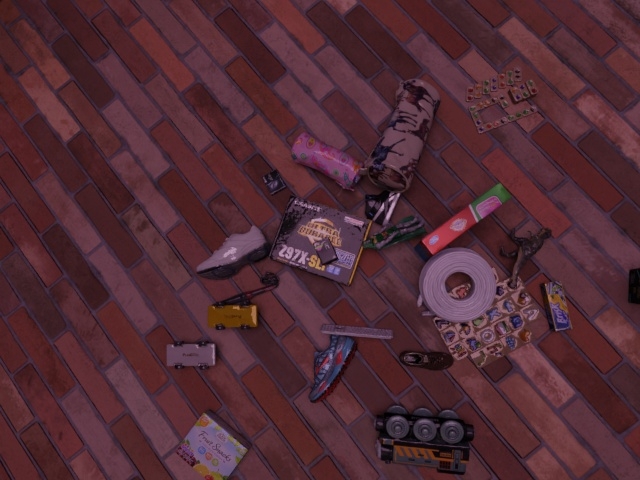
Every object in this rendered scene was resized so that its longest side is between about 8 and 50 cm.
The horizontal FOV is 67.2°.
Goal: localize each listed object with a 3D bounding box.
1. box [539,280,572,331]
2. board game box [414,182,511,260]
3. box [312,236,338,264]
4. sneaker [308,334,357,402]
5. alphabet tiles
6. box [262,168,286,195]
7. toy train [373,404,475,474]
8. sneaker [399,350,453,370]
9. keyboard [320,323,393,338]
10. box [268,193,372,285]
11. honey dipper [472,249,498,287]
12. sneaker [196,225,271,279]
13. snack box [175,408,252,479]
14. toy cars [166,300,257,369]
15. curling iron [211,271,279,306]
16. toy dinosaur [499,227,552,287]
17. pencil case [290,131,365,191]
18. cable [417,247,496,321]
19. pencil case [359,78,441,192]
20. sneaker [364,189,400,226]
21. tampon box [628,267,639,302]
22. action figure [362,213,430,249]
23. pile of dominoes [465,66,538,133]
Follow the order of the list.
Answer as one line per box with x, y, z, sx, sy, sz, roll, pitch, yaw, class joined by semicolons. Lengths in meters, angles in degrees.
0.815;0.227;1.669;0.059;0.054;0.168;-10;80;4;box
0.477;-0.056;1.655;0.317;0.242;0.064;-37;81;0;board game box
0.018;0.038;1.707;0.062;0.052;0.083;-24;81;4;box
0.022;0.448;1.713;0.125;0.104;0.261;29;79;24;sneaker
0.584;0.272;1.696;0.343;0.011;0.285;-29;82;5;alphabet tiles
-0.179;-0.226;1.862;0.067;0.018;0.083;-27;80;1;box
0.344;0.671;1.617;0.334;0.142;0.190;3;91;7;toy train
0.371;0.421;1.678;0.189;0.071;0.066;0;81;7;sneaker
0.130;0.322;1.721;0.256;0.072;0.014;4;107;7;keyboard
0.000;0.000;1.780;0.322;0.079;0.257;19;86;8;box
0.585;0.106;1.725;0.030;0.030;0.160;-34;82;0;honey dipper
-0.331;0.051;1.809;0.297;0.111;0.129;-25;59;1;sneaker
-0.379;0.739;1.711;0.207;0.070;0.174;37;87;9;snack box
-0.388;0.346;1.768;0.394;0.087;0.176;-43;80;2;toy cars
-0.279;0.193;1.801;0.274;0.035;0.068;-26;75;1;curling iron
0.707;0.030;1.694;0.118;0.064;0.268;32;75;30;toy dinosaur
0.030;-0.294;1.800;0.284;0.124;0.124;30;86;8;pencil case
0.470;0.152;1.658;0.257;0.089;0.257;4;92;6;cable
0.293;-0.383;1.731;0.184;0.160;0.410;23;73;1;pencil case
0.232;-0.170;1.779;0.121;0.079;0.216;24;85;9;sneaker
1.115;0.154;1.594;0.102;0.161;0.120;7;83;7;tampon box
0.256;-0.023;1.721;0.232;0.137;0.063;-24;122;-6;action figure
0.679;-0.535;1.807;0.251;0.040;0.195;-21;80;2;pile of dominoes
